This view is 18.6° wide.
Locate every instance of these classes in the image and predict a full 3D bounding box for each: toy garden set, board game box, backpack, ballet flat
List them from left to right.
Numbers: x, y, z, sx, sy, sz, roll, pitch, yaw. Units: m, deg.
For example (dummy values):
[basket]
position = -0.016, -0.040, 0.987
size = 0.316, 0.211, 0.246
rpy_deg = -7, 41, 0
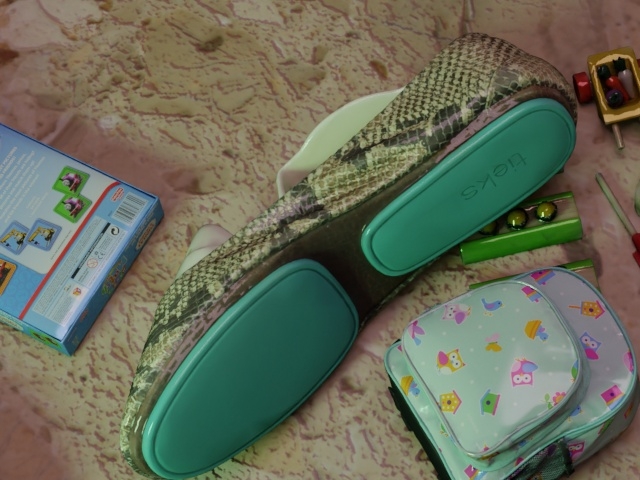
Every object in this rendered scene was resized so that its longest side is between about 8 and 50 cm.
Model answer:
[board game box]
position = -0.271, -0.011, 1.744
size = 0.211, 0.039, 0.160
rpy_deg = 26, 70, 17
[ballet flat]
position = 0.000, 0.000, 1.646
size = 0.483, 0.164, 0.182
rpy_deg = -41, 46, -6
[backpack]
position = 0.162, 0.110, 1.574
size = 0.188, 0.144, 0.166
rpy_deg = -27, 60, -8
[toy garden set]
position = 0.210, -0.058, 1.701
size = 0.203, 0.049, 0.244
rpy_deg = -13, 63, 1
